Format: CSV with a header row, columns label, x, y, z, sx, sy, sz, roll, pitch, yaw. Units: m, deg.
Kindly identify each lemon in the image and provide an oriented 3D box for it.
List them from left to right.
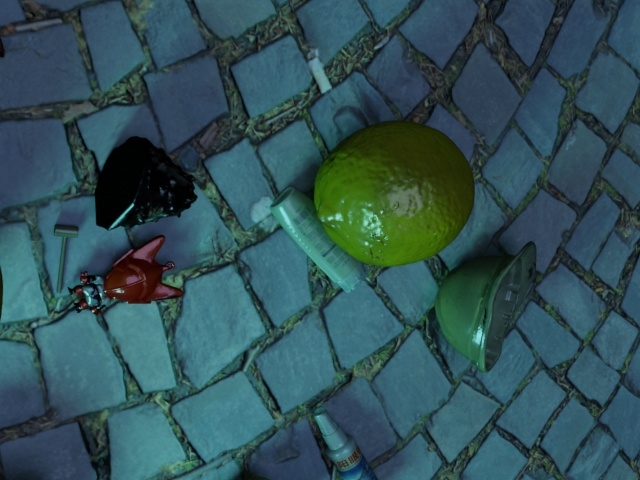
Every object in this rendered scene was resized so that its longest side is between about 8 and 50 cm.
label,x,y,z,sx,sy,sz,roll,pitch,yaw
lemon,0.123,-0.078,1.420,0.267,0.267,0.267,-4,100,-22

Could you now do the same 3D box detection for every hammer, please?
label,x,y,z,sx,sy,sz,roll,pitch,yaw
hammer,-0.404,0.030,1.338,0.036,0.019,0.110,5,99,-24

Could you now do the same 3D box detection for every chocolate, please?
label,x,y,z,sx,sy,sz,roll,pitch,yaw
chocolate,-0.256,-0.075,1.323,0.133,0.156,0.156,21,90,-37

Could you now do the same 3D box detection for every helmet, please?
label,x,y,z,sx,sy,sz,roll,pitch,yaw
helmet,0.291,0.104,1.584,0.257,0.137,0.204,-60,153,-21

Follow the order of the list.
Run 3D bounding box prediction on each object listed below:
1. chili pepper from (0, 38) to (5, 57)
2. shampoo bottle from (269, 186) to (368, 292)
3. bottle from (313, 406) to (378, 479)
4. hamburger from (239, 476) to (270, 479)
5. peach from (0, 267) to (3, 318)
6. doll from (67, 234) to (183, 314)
label,x,y,z,sx,sy,sz,roll,pitch,yaw
chili pepper,-0.506,-0.449,1.190,0.137,0.092,0.368,-5,108,-41
shampoo bottle,0.000,0.000,1.488,0.072,0.049,0.212,-47,112,-18
bottle,0.047,0.397,1.570,0.060,0.060,0.217,-35,109,-14
hamburger,-0.124,0.484,1.460,0.175,0.175,0.137,-34,97,-15
peach,-0.595,0.084,1.092,0.370,0.370,0.369,-4,100,-22
doll,-0.313,0.067,1.360,0.169,0.057,0.109,-21,108,-19
